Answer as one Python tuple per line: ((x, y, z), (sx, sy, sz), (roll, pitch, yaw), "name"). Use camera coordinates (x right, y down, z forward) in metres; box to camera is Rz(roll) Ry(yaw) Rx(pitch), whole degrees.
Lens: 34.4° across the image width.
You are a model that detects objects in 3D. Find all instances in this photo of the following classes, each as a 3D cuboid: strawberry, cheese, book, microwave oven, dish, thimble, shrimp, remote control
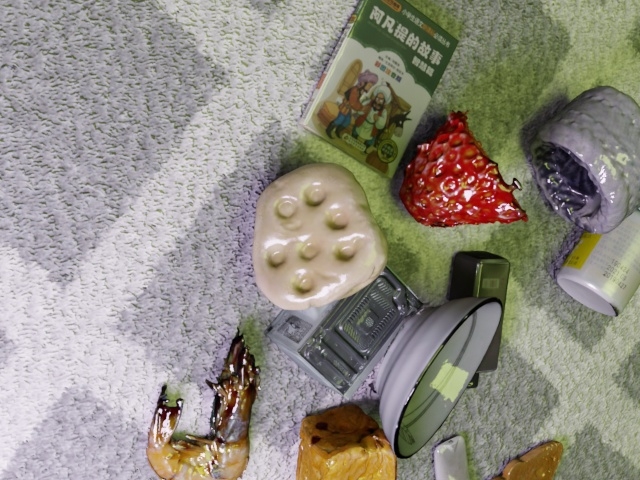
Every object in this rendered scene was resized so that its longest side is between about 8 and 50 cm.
((0.229, -0.085, 1.728), (0.178, 0.234, 0.234), (-34, 120, 9), "strawberry")
((0.000, 0.000, 1.588), (0.235, 0.218, 0.117), (-64, 166, 3), "cheese")
((0.099, -0.261, 1.691), (0.202, 0.027, 0.264), (29, 86, -33), "book")
((0.040, 0.128, 1.690), (0.208, 0.122, 0.162), (-51, 123, -12), "microwave oven")
((0.175, 0.203, 1.704), (0.316, 0.106, 0.316), (-43, 152, -30), "dish")
((0.497, -0.141, 1.861), (0.157, 0.217, 0.245), (-38, 134, -14), "thimble")
((-0.188, 0.279, 1.626), (0.178, 0.075, 0.289), (-2, 115, -29), "shrimp")
((0.262, 0.481, 1.958), (0.073, 0.044, 0.229), (-17, 111, -24), "remote control")

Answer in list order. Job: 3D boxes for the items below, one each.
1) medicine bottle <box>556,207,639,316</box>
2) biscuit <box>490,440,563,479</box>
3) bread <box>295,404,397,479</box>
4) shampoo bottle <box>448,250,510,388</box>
((0.577, 0.006, 1.981), (0.143, 0.143, 0.258), (42, 79, -32), "medicine bottle")
((0.398, 0.494, 2.052), (0.250, 0.035, 0.162), (-45, 125, -14), "biscuit")
((0.038, 0.378, 1.736), (0.143, 0.149, 0.158), (-8, 105, -27), "bread")
((0.278, 0.145, 1.867), (0.080, 0.079, 0.246), (0, 101, -30), "shampoo bottle")
